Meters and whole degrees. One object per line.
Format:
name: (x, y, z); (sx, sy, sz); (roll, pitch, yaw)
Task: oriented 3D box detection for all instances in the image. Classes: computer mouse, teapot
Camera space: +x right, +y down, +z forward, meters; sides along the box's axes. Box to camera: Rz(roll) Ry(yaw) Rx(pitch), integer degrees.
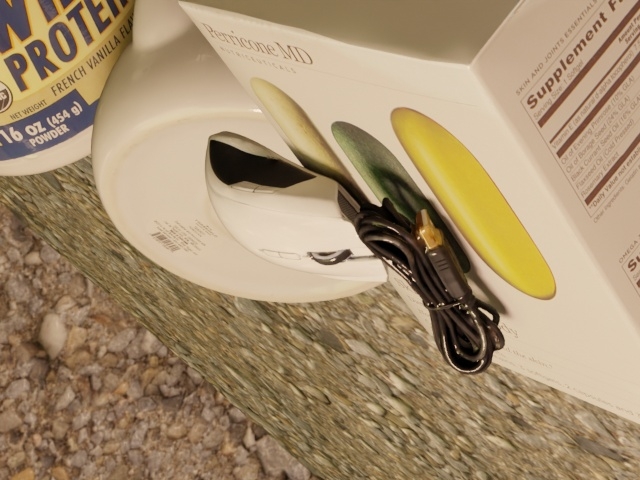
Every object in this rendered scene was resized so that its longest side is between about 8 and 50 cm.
computer mouse: (0.000, 0.000, 0.771); (0.193, 0.042, 0.106); (25, 160, 46)
teapot: (-0.023, -0.088, 1.052); (0.252, 0.187, 0.256); (12, 144, -3)

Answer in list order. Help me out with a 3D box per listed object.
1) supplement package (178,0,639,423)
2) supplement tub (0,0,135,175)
supplement package: (0.115, -0.076, 0.746); (0.199, 0.198, 0.263); (21, 156, 48)
supplement tub: (-0.248, -0.220, 1.072); (0.228, 0.228, 0.316); (23, 158, 42)
